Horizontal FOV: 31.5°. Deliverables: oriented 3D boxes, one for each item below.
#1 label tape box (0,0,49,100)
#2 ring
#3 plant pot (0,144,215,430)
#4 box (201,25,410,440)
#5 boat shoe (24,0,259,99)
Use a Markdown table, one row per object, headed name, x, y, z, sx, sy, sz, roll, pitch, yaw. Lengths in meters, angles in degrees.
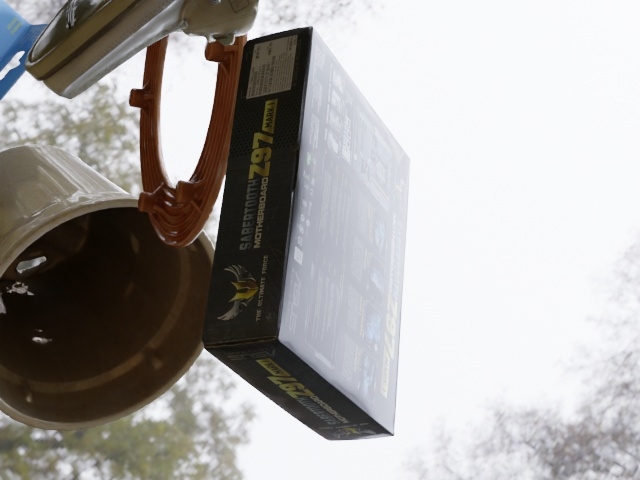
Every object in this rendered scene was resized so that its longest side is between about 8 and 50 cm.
| name | x | y | z | sx | sy | sz | roll | pitch | yaw |
| --- | --- | --- | --- | --- | --- | --- | --- | --- | --- |
| label tape box | -0.585 | -0.283 | 1.697 | 0.333 | 0.241 | 0.106 | -5 | -50 | 26 |
| ring | -0.142 | -0.161 | 1.126 | 0.336 | 0.032 | 0.337 | -175 | -90 | -67 |
| plant pot | -0.348 | 0.028 | 1.515 | 0.305 | 0.333 | 0.334 | 42 | -42 | 46 |
| box | 0.000 | 0.000 | 0.783 | 0.059 | 0.233 | 0.183 | -8 | -30 | 26 |
| boat shoe | -0.090 | -0.202 | 0.882 | 0.302 | 0.113 | 0.103 | -38 | -58 | 5 |
